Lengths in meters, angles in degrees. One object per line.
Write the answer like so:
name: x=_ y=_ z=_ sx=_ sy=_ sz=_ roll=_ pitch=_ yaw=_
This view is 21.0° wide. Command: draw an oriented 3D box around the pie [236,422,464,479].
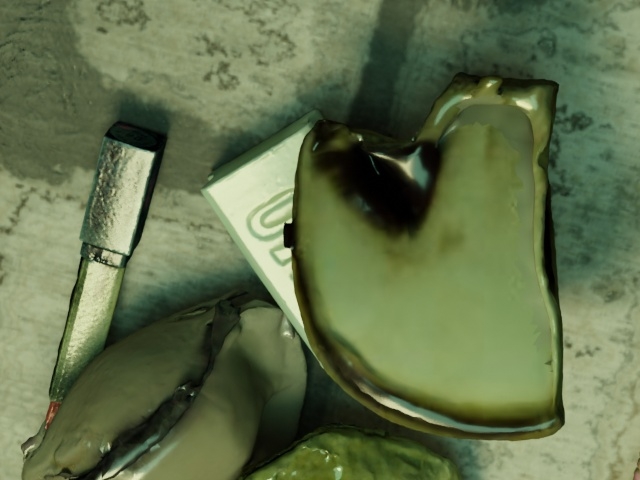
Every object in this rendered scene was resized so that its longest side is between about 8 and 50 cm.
pie: x=0.005 y=0.292 z=1.543 sx=0.306 sy=0.071 sz=0.306 roll=-16 pitch=124 yaw=-24

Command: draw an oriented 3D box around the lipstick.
lipstick: x=-0.201 y=0.048 z=1.547 sx=0.051 sy=0.051 sz=0.312 roll=16 pitch=112 yaw=-1

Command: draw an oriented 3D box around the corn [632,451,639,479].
corn: x=0.322 y=0.252 z=1.547 sx=0.126 sy=0.126 sz=0.335 roll=20 pitch=113 yaw=-3

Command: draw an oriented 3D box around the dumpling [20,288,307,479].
dumpling: x=-0.122 y=0.179 z=1.515 sx=0.293 sy=0.163 sz=0.204 roll=-37 pitch=106 yaw=-7

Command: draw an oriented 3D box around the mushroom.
mushroom: x=0.091 y=0.009 z=1.425 sx=0.217 sy=0.212 sz=0.292 roll=-1 pitch=94 yaw=9

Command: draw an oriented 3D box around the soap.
soap: x=0.000 y=0.000 z=1.504 sx=0.119 sy=0.066 sz=0.198 roll=-31 pitch=105 yaw=16
